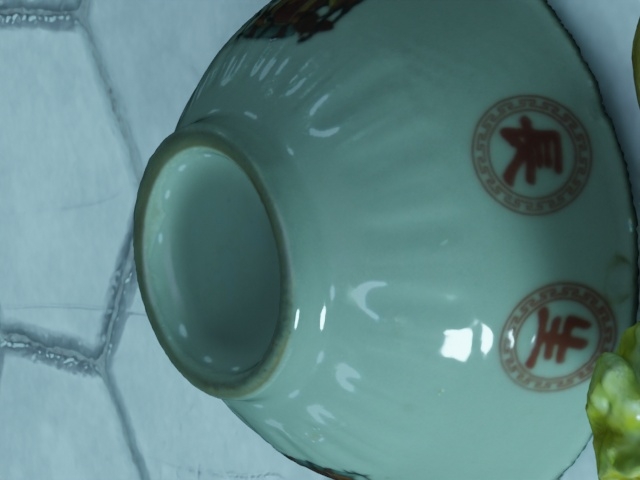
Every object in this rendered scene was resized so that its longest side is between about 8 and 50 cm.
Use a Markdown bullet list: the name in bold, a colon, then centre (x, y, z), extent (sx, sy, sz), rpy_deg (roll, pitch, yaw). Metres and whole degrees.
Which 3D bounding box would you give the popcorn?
- **popcorn**: centre (0.180, 0.090, 0.882), extent (0.106, 0.116, 0.121), rpy_deg (22, 115, 28)

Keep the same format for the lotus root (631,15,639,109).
- **lotus root**: centre (0.195, -0.072, 0.830), extent (0.125, 0.118, 0.221), rpy_deg (-67, 27, 14)

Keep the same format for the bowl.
- **bowl**: centre (0.000, 0.000, 1.050), extent (0.337, 0.157, 0.337), rpy_deg (15, 109, 49)
